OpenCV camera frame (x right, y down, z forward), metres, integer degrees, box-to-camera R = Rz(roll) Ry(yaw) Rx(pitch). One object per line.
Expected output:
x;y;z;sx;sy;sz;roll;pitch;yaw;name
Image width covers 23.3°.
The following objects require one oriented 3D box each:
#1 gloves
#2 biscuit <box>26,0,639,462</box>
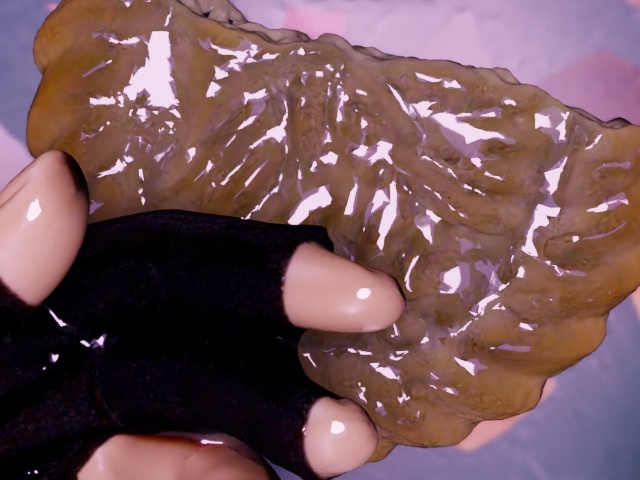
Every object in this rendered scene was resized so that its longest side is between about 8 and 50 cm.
-0.108;0.067;0.573;0.301;0.152;0.197;-11;129;27;gloves
0.000;0.000;0.642;0.273;0.036;0.187;15;98;1;biscuit
